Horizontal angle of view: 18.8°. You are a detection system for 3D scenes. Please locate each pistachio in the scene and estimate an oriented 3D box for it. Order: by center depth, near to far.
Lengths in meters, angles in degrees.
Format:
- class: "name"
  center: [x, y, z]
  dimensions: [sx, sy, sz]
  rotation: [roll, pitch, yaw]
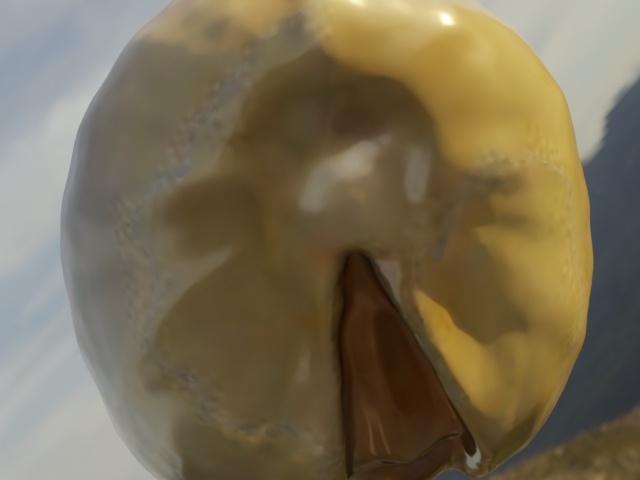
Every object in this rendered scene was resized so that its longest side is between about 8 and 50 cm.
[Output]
- class: "pistachio"
  center: [0.000, 0.000, 0.817]
  dimensions: [0.230, 0.230, 0.309]
  rotation: [-46, -19, -19]
